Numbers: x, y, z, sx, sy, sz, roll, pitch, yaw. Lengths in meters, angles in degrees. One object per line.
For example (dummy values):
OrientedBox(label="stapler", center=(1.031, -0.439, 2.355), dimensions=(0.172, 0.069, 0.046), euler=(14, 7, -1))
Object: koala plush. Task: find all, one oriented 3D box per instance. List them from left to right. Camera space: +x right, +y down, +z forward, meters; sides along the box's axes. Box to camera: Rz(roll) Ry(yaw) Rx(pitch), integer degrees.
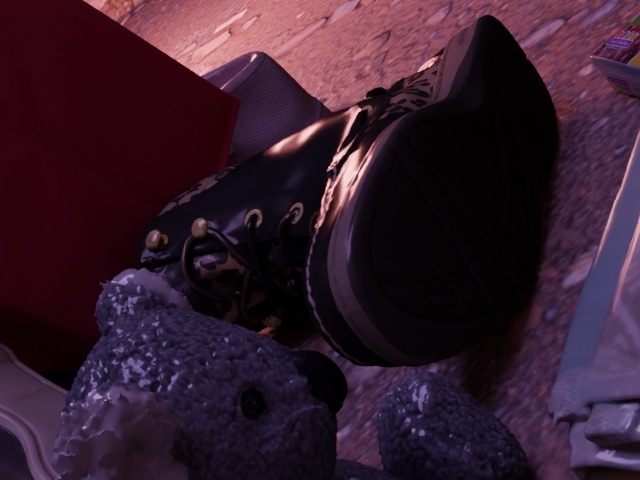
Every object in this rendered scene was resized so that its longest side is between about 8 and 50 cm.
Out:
OrientedBox(label="koala plush", center=(-0.037, 0.121, 0.654), dimensions=(0.203, 0.221, 0.196), euler=(-34, 22, 16))

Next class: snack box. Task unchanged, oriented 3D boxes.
OrientedBox(label="snack box", center=(0.255, -0.135, 0.941), dimensions=(0.100, 0.037, 0.141), euler=(-40, 20, -4))

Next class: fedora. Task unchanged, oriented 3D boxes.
OrientedBox(label="fedora", center=(-0.089, -0.081, 1.304), dimensions=(0.275, 0.124, 0.243), euler=(-37, 21, 9))

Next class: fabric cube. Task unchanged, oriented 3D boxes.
OrientedBox(label="fabric cube", center=(-0.260, -0.044, 1.134), dimensions=(0.254, 0.258, 0.259), euler=(-9, 62, 44))

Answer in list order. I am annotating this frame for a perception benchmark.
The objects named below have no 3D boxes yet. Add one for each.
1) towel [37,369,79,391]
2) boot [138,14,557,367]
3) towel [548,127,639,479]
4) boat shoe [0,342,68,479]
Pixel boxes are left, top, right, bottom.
OrientedBox(label="towel", center=(-0.245, 0.225, 1.033), dimensions=(0.228, 0.076, 0.308), euler=(-7, 37, 45))
OrientedBox(label="boot", center=(0.000, 0.000, 0.960), dimensions=(0.284, 0.138, 0.377), euler=(-26, 20, 30))
OrientedBox(label="towel", center=(0.266, -0.059, 0.578), dimensions=(0.320, 0.090, 0.374), euler=(-14, 48, 58))
OrientedBox(label="boat shoe", center=(-0.190, 0.154, 0.933), dimensions=(0.335, 0.095, 0.112), euler=(29, 22, 33))
